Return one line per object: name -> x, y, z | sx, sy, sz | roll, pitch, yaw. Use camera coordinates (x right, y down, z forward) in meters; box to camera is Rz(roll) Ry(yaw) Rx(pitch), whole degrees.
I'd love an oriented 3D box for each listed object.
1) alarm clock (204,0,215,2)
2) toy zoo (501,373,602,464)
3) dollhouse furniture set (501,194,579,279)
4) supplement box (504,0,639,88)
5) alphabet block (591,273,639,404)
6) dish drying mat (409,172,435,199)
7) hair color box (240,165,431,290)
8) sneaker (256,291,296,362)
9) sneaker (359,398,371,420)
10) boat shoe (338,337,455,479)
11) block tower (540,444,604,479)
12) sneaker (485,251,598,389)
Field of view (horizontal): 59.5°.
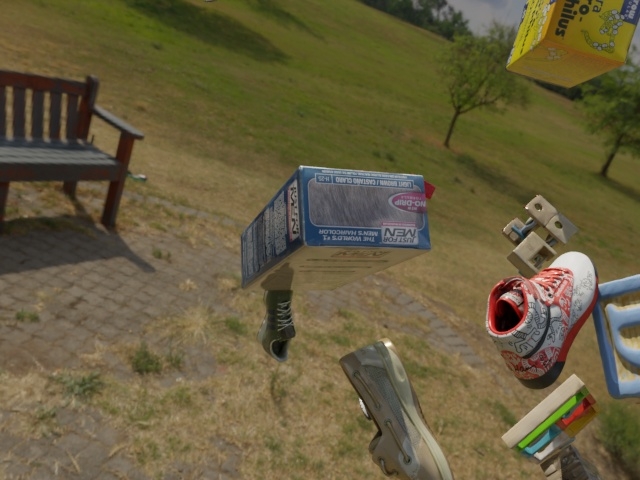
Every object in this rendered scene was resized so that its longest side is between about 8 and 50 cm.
alarm clock -> -0.117, -0.447, 0.912 | 0.129, 0.192, 0.064 | 46, -8, 26
toy zoo -> 0.502, 0.393, 1.192 | 0.293, 0.192, 0.030 | 39, 10, -48
dollhouse furniture set -> 0.494, 0.008, 1.355 | 0.183, 0.129, 0.129 | -38, 75, -26
supplement box -> 0.624, -0.527, 1.406 | 0.195, 0.194, 0.356 | 16, 7, 2
alphabet block -> 0.590, 0.164, 0.923 | 0.197, 0.192, 0.194 | 18, 62, -36
dish drying mat -> 0.219, -0.119, 1.231 | 0.083, 0.032, 0.008 | 23, 2, -36
hair color box -> 0.000, 0.000, 0.835 | 0.173, 0.105, 0.347 | 2, -13, -20
sneaker -> -0.074, 0.161, 1.122 | 0.064, 0.192, 0.086 | -8, 37, -34
sneaker -> 0.091, 0.297, 1.050 | 0.035, 0.031, 0.083 | -17, 41, 6
boat shoe -> 0.117, 0.302, 0.836 | 0.098, 0.303, 0.109 | -20, -14, -8
block tower -> 0.574, 0.591, 1.135 | 0.097, 0.091, 0.336 | 35, 23, -25
sneaker -> 0.354, 0.085, 0.890 | 0.090, 0.270, 0.145 | -5, -47, 52
